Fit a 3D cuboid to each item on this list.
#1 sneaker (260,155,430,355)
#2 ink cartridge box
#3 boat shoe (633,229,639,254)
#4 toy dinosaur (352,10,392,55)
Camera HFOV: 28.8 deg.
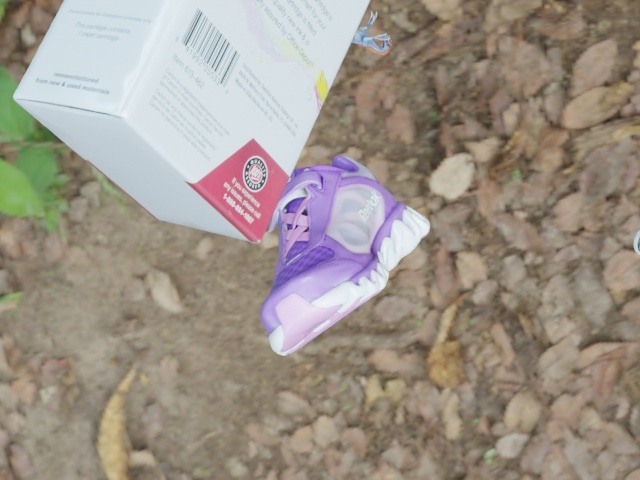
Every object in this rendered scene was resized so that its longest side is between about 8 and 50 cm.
[{"bbox_3d":[0.000,0.000,0.909,0.095,0.236,0.104,-33,96,25],"label":"sneaker"},{"bbox_3d":[-0.050,-0.107,0.608,0.072,0.127,0.175,13,70,34],"label":"ink cartridge box"},{"bbox_3d":[0.386,0.008,1.281,0.038,0.125,0.046,-139,59,-73],"label":"boat shoe"},{"bbox_3d":[0.046,-0.250,1.503,0.090,0.047,0.082,-17,130,33],"label":"toy dinosaur"}]
